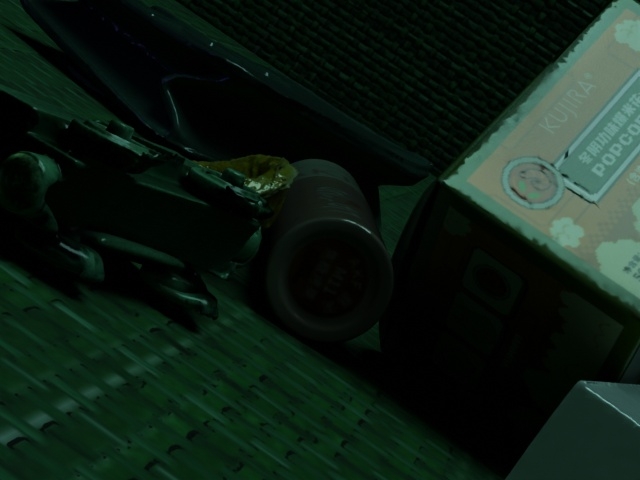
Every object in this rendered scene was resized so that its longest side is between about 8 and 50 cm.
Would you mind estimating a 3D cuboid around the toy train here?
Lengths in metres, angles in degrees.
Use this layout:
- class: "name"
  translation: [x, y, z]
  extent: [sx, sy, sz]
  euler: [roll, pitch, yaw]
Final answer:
- class: "toy train"
  translation: [-0.093, -0.019, 0.770]
  extent: [0.099, 0.070, 0.172]
  euler: [30, 5, 31]

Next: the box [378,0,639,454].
- class: "box"
  translation: [0.153, -0.005, 1.012]
  extent: [0.148, 0.195, 0.177]
  euler: [36, -32, 15]

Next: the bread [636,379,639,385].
- class: "bread"
  translation: [0.368, 0.067, 1.369]
  extent: [0.263, 0.198, 0.236]
  euler: [37, 41, 23]

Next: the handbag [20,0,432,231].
- class: "handbag"
  translation: [-0.073, -0.113, 1.435]
  extent: [0.238, 0.089, 0.326]
  euler: [38, 9, 33]

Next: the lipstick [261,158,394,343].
- class: "lipstick"
  translation: [0.000, 0.000, 1.043]
  extent: [0.070, 0.070, 0.254]
  euler: [33, 7, -7]

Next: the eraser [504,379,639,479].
- class: "eraser"
  translation: [0.169, 0.126, 0.918]
  extent: [0.076, 0.078, 0.298]
  euler: [37, 7, 17]

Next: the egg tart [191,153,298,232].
- class: "egg tart"
  translation: [-0.058, -0.022, 0.961]
  extent: [0.105, 0.039, 0.105]
  euler: [-7, 12, 2]
